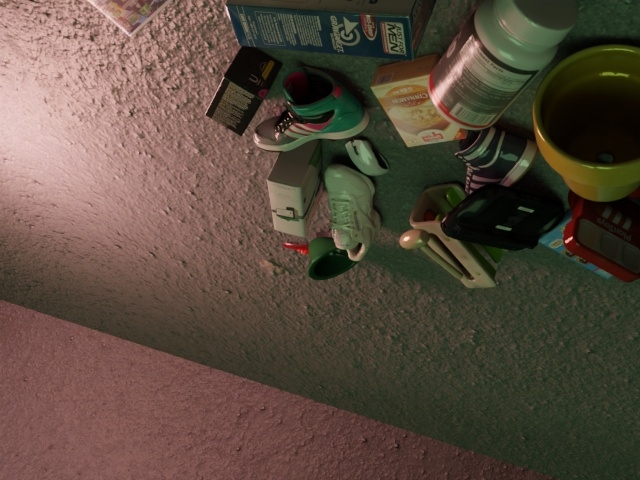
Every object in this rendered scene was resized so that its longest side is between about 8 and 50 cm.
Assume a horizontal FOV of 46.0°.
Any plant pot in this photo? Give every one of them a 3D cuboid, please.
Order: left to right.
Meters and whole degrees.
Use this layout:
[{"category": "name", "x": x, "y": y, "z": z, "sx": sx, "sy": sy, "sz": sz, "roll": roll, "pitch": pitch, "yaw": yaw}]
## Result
[{"category": "plant pot", "x": 0.531, "y": -0.194, "z": 1.403, "sx": 0.254, "sy": 0.253, "sz": 0.239, "roll": 9, "pitch": 163, "yaw": 21}]

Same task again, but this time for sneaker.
[{"category": "sneaker", "x": -0.056, "y": -0.296, "z": 1.695, "sx": 0.296, "sy": 0.123, "sz": 0.178, "roll": -8, "pitch": 143, "yaw": 28}, {"category": "sneaker", "x": 0.080, "y": -0.068, "z": 1.939, "sx": 0.114, "sy": 0.152, "sz": 0.305, "roll": 6, "pitch": 144, "yaw": 28}, {"category": "sneaker", "x": 0.349, "y": -0.158, "z": 1.685, "sx": 0.153, "sy": 0.099, "sz": 0.282, "roll": 25, "pitch": 146, "yaw": -6}]

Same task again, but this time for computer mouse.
[{"category": "computer mouse", "x": 0.097, "y": -0.211, "z": 1.813, "sx": 0.106, "sy": 0.042, "sz": 0.193, "roll": -11, "pitch": 136, "yaw": 41}]

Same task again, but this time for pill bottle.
[{"category": "pill bottle", "x": 0.323, "y": -0.339, "z": 1.361, "sx": 0.161, "sy": 0.161, "sz": 0.283, "roll": 26, "pitch": 148, "yaw": -6}]

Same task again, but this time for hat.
[{"category": "hat", "x": 0.000, "y": 0.000, "z": 2.219, "sx": 0.209, "sy": 0.183, "sz": 0.173, "roll": -25, "pitch": 150, "yaw": -4}]

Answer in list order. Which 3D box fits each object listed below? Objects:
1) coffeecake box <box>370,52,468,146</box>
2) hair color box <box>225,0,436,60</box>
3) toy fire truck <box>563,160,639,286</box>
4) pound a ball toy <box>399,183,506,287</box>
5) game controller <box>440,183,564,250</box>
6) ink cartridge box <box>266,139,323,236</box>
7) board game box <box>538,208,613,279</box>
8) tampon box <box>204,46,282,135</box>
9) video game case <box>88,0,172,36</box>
[{"category": "coffeecake box", "x": 0.214, "y": -0.291, "z": 1.592, "sx": 0.142, "sy": 0.068, "sz": 0.185, "roll": -5, "pitch": 140, "yaw": 36}, {"category": "hair color box", "x": 0.022, "y": -0.436, "z": 1.386, "sx": 0.347, "sy": 0.173, "sz": 0.105, "roll": 10, "pitch": 148, "yaw": 20}, {"category": "toy fire truck", "x": 0.646, "y": -0.017, "z": 1.565, "sx": 0.302, "sy": 0.253, "sz": 0.169, "roll": 29, "pitch": 148, "yaw": -11}, {"category": "pound a ball toy", "x": 0.311, "y": 0.011, "z": 1.862, "sx": 0.136, "sy": 0.208, "sz": 0.319, "roll": -4, "pitch": 141, "yaw": 47}, {"category": "game controller", "x": 0.418, "y": -0.049, "z": 1.708, "sx": 0.319, "sy": 0.067, "sz": 0.166, "roll": 9, "pitch": 129, "yaw": -40}, {"category": "ink cartridge box", "x": -0.060, "y": -0.136, "z": 1.914, "sx": 0.093, "sy": 0.160, "sz": 0.219, "roll": 15, "pitch": 149, "yaw": 12}, {"category": "board game box", "x": 0.653, "y": 0.005, "z": 1.803, "sx": 0.212, "sy": 0.039, "sz": 0.160, "roll": 26, "pitch": 148, "yaw": -9}, {"category": "tampon box", "x": -0.175, "y": -0.340, "z": 1.707, "sx": 0.101, "sy": 0.120, "sz": 0.161, "roll": 29, "pitch": 148, "yaw": -11}, {"category": "video game case", "x": -0.434, "y": -0.551, "z": 1.640, "sx": 0.183, "sy": 0.023, "sz": 0.201, "roll": 40, "pitch": 144, "yaw": -27}]
